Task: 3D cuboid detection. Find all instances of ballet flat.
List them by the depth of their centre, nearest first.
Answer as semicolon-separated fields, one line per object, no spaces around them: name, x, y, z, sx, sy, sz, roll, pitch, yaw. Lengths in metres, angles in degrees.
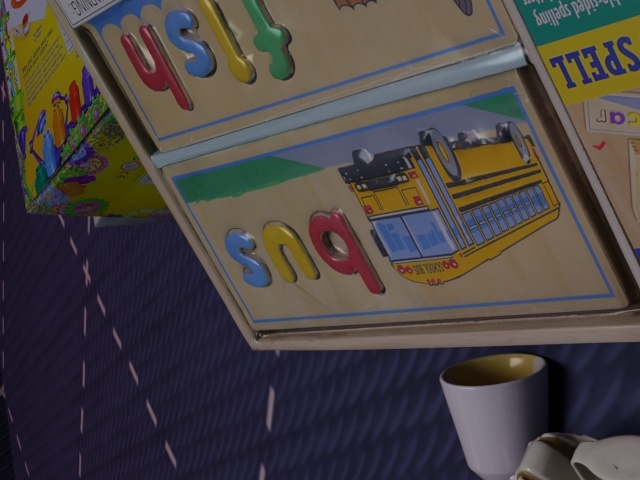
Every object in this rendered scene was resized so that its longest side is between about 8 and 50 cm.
ballet flat;0.140;0.121;0.586;0.203;0.074;0.074;-19;77;64

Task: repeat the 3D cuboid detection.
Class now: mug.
mug;0.109;0.103;0.696;0.062;0.078;0.064;-5;100;34

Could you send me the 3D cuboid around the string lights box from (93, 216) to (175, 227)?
string lights box;-0.169;-0.151;1.165;0.077;0.133;0.260;138;124;-62

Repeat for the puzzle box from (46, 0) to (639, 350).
puzzle box;0.033;-0.071;0.561;0.409;0.052;0.272;-10;115;53

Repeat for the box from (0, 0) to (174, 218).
box;-0.105;-0.202;0.878;0.290;0.177;0.279;-37;60;48
